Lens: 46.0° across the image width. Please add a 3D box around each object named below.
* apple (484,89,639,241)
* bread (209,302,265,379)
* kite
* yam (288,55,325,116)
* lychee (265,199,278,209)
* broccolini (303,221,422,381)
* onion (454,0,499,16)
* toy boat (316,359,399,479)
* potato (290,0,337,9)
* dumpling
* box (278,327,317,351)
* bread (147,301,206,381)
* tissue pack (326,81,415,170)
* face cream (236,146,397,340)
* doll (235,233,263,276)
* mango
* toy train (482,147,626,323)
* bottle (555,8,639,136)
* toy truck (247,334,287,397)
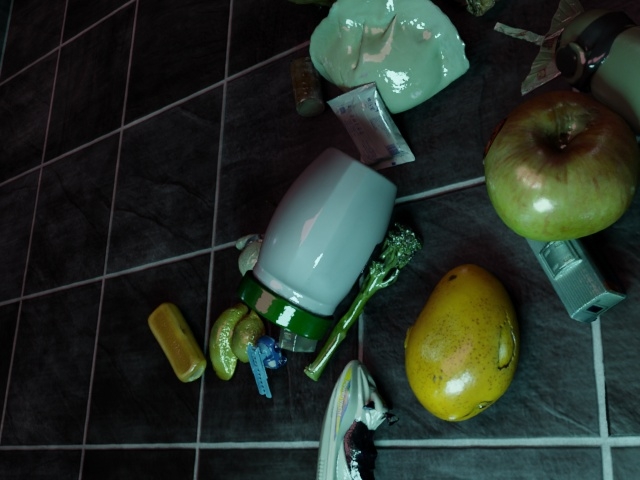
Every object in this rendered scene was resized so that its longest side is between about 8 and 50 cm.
[{"bbox_3d":[0.383,-0.114,1.205,0.260,0.194,0.261,-6,58,9],"label":"apple"},{"bbox_3d":[-0.208,0.246,1.800,0.149,0.065,0.188,23,90,39],"label":"bread"},{"bbox_3d":[0.434,-0.389,1.467,0.250,0.012,0.229,30,96,45],"label":"kite"},{"bbox_3d":[-0.033,-0.380,1.845,0.079,0.079,0.141,-25,61,35],"label":"yam"},{"bbox_3d":[-0.071,-0.018,1.729,0.114,0.101,0.140,133,130,-79],"label":"lychee"},{"bbox_3d":[0.077,0.134,1.564,0.392,0.074,0.079,-58,40,9],"label":"broccolini"},{"bbox_3d":[0.266,-0.612,1.564,0.221,0.281,0.281,-35,38,-28],"label":"onion"},{"bbox_3d":[0.070,0.374,1.452,0.140,0.140,0.270,13,82,44],"label":"toy boat"},{"bbox_3d":[-0.015,-0.720,1.834,0.300,0.237,0.289,30,96,44],"label":"potato"},{"bbox_3d":[0.138,-0.406,1.623,0.320,0.212,0.270,-26,95,18],"label":"dumpling"},{"bbox_3d":[-0.046,0.210,1.650,0.060,0.084,0.063,6,88,42],"label":"box"},{"bbox_3d":[-0.360,0.262,1.923,0.092,0.074,0.239,-42,51,3],"label":"bread"},{"bbox_3d":[0.108,-0.236,1.608,0.122,0.193,0.026,-13,30,38],"label":"tissue pack"},{"bbox_3d":[0.000,0.000,1.540,0.219,0.312,0.357,30,96,2],"label":"face cream"},{"bbox_3d":[-0.141,0.058,1.794,0.103,0.071,0.214,-52,52,18],"label":"doll"},{"bbox_3d":[0.260,0.173,1.338,0.191,0.159,0.291,-13,58,46],"label":"mango"},{"bbox_3d":[0.392,-0.049,1.335,0.086,0.089,0.410,-43,51,30],"label":"toy train"},{"bbox_3d":[0.532,-0.261,1.227,0.168,0.168,0.347,-53,45,15],"label":"bottle"},{"bbox_3d":[-0.117,0.282,1.708,0.063,0.074,0.136,11,124,46],"label":"toy truck"}]
